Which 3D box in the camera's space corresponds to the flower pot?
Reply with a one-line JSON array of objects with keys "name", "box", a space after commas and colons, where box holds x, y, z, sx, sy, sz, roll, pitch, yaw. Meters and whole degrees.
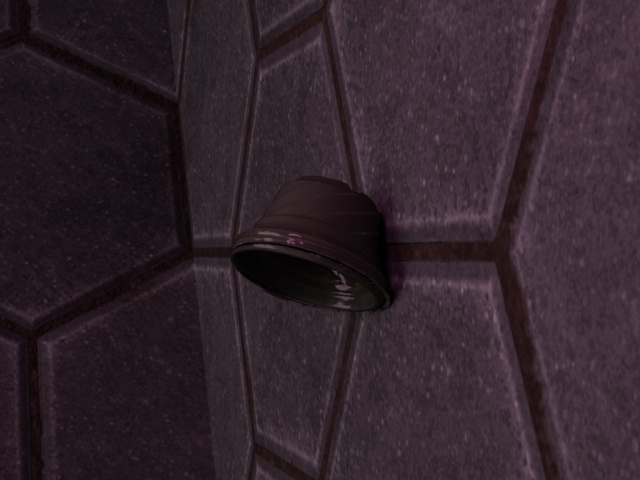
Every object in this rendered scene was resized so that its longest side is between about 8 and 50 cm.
[{"name": "flower pot", "box": [0.000, 0.000, 1.733, 0.235, 0.235, 0.141, 135, 156, -67]}]
